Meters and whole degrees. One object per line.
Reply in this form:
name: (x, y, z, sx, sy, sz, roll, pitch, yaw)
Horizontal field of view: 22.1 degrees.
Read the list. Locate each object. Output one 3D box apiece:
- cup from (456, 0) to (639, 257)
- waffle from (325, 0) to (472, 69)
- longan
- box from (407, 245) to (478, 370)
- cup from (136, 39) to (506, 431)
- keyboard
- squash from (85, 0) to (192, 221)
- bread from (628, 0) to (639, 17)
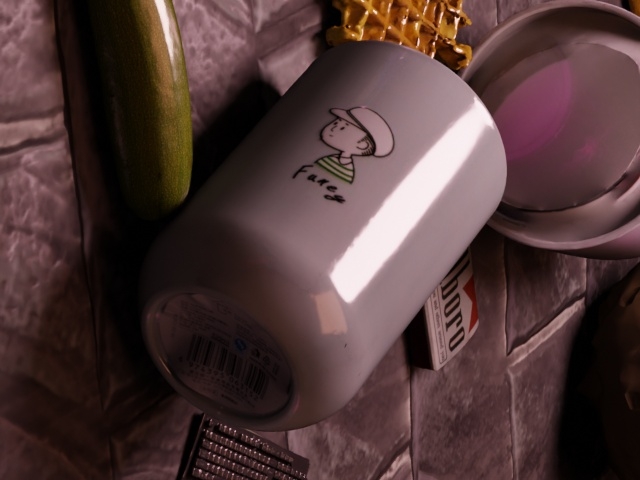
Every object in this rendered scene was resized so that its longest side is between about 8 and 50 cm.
cup: (0.301, -0.104, 1.772, 0.371, 0.253, 0.253, 12, 85, -68)
waffle: (0.075, -0.191, 1.571, 0.231, 0.051, 0.228, -40, 129, -49)
longan: (0.518, 0.183, 2.112, 0.391, 0.391, 0.391, -17, 110, -58)
box: (0.123, 0.032, 1.708, 0.115, 0.036, 0.177, -42, 129, -50)
cup: (0.000, 0.000, 1.323, 0.312, 0.206, 0.205, -51, 137, -42)
keyboard: (-0.062, 0.207, 1.443, 0.196, 0.015, 0.074, 37, 64, -55)
squash: (-0.133, -0.132, 1.209, 0.066, 0.066, 0.252, -38, 127, -51)
bread: (0.451, -0.403, 2.175, 0.361, 0.245, 0.233, 46, 52, -16)
